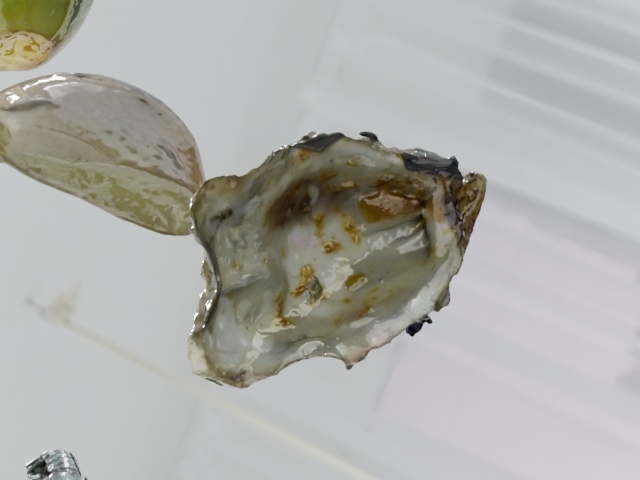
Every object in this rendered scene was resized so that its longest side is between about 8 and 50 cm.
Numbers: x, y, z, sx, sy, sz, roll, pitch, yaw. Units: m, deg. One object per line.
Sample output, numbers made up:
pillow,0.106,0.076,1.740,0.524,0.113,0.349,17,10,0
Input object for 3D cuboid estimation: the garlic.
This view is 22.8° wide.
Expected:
garlic,-0.173,-0.079,1.235,0.087,0.196,0.101,-54,20,33

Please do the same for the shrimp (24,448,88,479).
shrimp,-0.283,0.265,1.692,0.082,0.174,0.076,29,-79,-25

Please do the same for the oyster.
oyster,0.007,0.003,0.687,0.148,0.051,0.103,-10,-84,-17

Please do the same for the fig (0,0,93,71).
fig,-0.315,-0.301,1.504,0.258,0.326,0.258,-20,-27,-11
